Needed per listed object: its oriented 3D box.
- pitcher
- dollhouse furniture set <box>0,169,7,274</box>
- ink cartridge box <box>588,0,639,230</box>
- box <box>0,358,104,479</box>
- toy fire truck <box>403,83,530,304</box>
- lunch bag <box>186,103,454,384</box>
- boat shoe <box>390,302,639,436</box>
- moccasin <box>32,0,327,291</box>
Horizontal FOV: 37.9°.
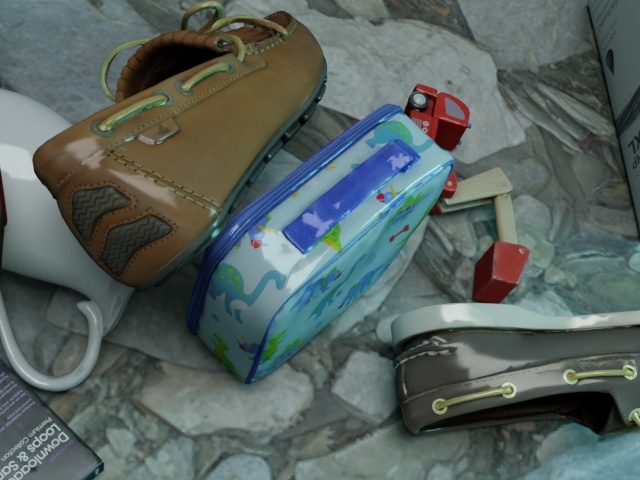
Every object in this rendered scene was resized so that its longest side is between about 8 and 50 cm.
[{"bbox_3d":[-0.223,-0.003,0.715,0.207,0.125,0.178,38,75,-5],"label":"pitcher"},{"bbox_3d":[-0.391,-0.075,0.555,0.374,0.201,0.152,-3,46,-14],"label":"dollhouse furniture set"},{"bbox_3d":[0.384,-0.179,0.892,0.129,0.223,0.307,3,62,-12],"label":"ink cartridge box"},{"bbox_3d":[-0.253,0.147,0.669,0.162,0.029,0.116,42,61,8],"label":"box"},{"bbox_3d":[0.128,-0.047,0.859,0.135,0.047,0.192,18,59,-5],"label":"toy fire truck"},{"bbox_3d":[0.000,0.000,0.727,0.090,0.176,0.219,44,62,11],"label":"lunch bag"},{"bbox_3d":[0.220,0.112,0.761,0.324,0.116,0.097,2,66,-8],"label":"boat shoe"},{"bbox_3d":[-0.099,-0.108,0.722,0.147,0.139,0.380,47,36,-11],"label":"moccasin"}]
